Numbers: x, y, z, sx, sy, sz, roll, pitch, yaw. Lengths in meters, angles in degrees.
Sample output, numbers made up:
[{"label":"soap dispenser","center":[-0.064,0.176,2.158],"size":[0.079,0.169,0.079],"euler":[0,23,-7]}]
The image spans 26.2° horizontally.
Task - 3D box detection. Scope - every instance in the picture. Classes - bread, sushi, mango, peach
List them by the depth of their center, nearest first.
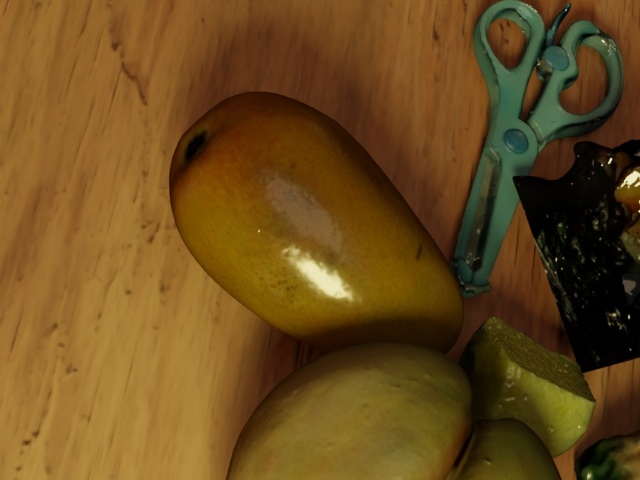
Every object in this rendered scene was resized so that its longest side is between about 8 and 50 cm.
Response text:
[{"label":"peach","center":[0.055,0.235,1.129],"size":[0.292,0.247,0.292],"euler":[-1,92,-17]},{"label":"mango","center":[0.000,0.000,1.253],"size":[0.317,0.173,0.211],"euler":[41,20,-2]},{"label":"bread","center":[0.180,0.145,1.274],"size":[0.114,0.111,0.129],"euler":[21,24,-10]},{"label":"sushi","center":[0.357,-0.016,1.341],"size":[0.227,0.212,0.215],"euler":[-11,78,-27]}]

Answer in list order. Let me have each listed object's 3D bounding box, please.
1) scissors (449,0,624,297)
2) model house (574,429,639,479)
[{"label":"scissors","center":[0.208,-0.101,1.444],"size":[0.180,0.032,0.393],"euler":[26,61,-5]},{"label":"model house","center":[0.523,0.257,1.162],"size":[0.395,0.400,0.445],"euler":[-17,72,-25]}]
